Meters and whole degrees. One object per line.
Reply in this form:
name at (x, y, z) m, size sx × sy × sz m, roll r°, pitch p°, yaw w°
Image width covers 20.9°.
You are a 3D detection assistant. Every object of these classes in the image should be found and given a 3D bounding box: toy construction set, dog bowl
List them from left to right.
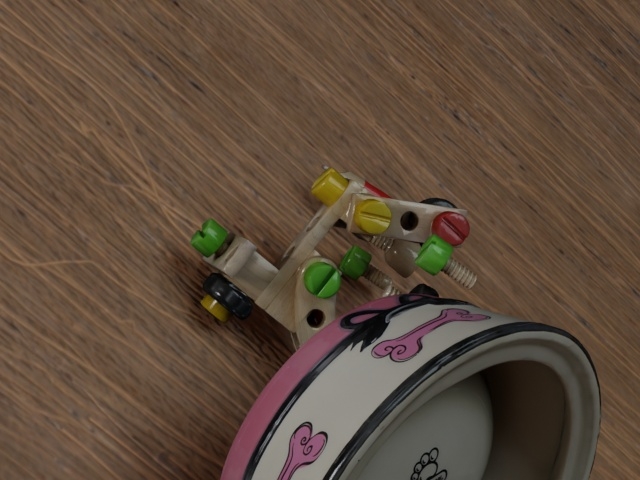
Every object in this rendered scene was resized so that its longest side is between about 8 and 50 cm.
toy construction set at (0.000, 0.000, 1.820) m, size 0.237 × 0.257 × 0.309 m, roll 33°, pitch 23°, yaw -10°
dog bowl at (0.073, 0.229, 1.617) m, size 0.408 × 0.408 × 0.150 m, roll -1°, pitch 26°, yaw -46°
